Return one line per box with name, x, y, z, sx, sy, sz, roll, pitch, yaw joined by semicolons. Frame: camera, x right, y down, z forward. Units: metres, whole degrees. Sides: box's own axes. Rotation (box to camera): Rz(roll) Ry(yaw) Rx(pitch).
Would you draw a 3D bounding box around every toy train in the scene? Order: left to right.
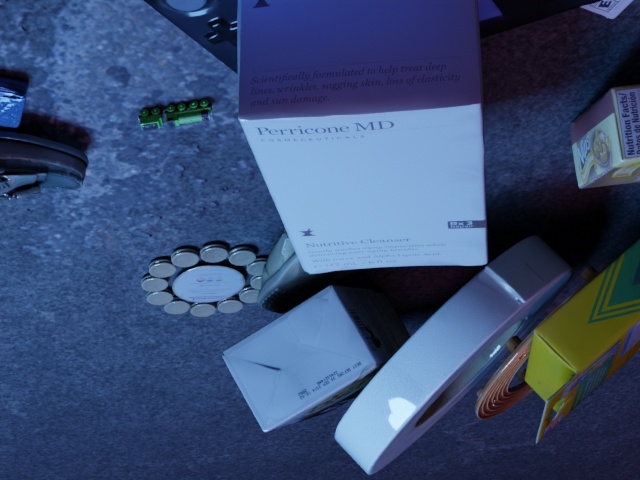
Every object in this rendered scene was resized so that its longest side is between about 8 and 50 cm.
toy train;-0.157;-0.135;1.308;0.083;0.024;0.017;-9;148;1

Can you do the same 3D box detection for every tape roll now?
tape roll;0.179;0.153;1.603;0.392;0.072;0.392;-41;165;-14

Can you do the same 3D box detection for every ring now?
ring;0.340;0.130;1.714;0.336;0.032;0.336;-35;157;-18

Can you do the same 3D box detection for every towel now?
towel;-0.365;-0.144;1.239;0.119;0.029;0.067;5;146;-21

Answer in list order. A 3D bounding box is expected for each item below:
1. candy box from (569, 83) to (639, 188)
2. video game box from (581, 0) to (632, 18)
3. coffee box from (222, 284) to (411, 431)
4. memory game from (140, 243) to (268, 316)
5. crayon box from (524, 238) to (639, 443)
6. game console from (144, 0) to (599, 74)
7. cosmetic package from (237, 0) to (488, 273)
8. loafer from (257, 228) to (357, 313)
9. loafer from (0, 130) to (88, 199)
candy box;0.459;-0.129;1.350;0.316;0.088;0.183;-8;173;-3
video game box;0.265;-0.308;1.115;0.187;0.048;0.205;10;144;-30
coffee box;0.011;0.151;1.585;0.168;0.119;0.297;-32;169;11
memory game;-0.150;0.055;1.625;0.186;0.012;0.186;-7;148;-4
crayon box;0.382;0.112;1.598;0.323;0.083;0.203;-39;158;-12
game console;0.032;-0.253;1.078;0.386;0.060;0.342;-14;149;28
cosmetic package;0.057;-0.104;1.185;0.217;0.156;0.385;-4;159;9
loafer;0.000;0.000;1.496;0.102;0.092;0.268;13;144;-33
loafer;-0.385;-0.071;1.288;0.267;0.084;0.096;8;159;-23
